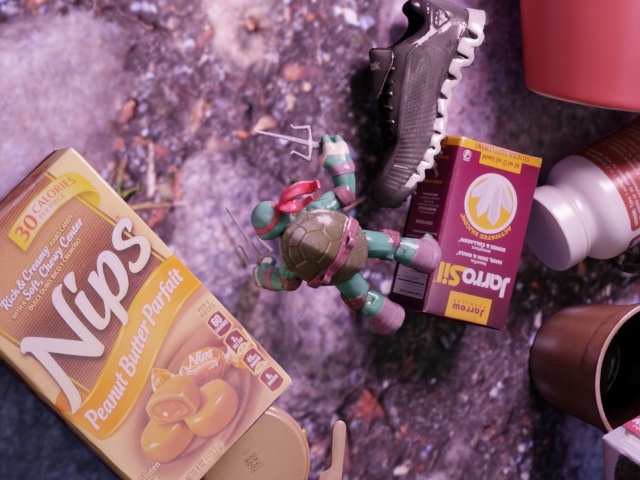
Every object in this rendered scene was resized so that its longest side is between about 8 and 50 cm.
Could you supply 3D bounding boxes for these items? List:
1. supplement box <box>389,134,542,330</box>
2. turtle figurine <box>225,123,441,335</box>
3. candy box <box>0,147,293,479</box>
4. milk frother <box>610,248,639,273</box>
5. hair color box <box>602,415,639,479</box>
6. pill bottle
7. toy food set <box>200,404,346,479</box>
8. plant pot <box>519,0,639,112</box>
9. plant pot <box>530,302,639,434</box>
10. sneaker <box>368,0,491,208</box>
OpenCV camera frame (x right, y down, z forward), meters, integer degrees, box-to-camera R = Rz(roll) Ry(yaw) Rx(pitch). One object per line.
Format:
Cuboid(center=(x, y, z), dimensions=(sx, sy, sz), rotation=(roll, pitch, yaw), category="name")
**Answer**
Cuboid(center=(0.153, -0.009, 1.677), dimensions=(0.104, 0.081, 0.188), rotation=(13, 89, -25), category="supplement box")
Cuboid(center=(0.000, 0.000, 1.569), dimensions=(0.234, 0.118, 0.175), rotation=(30, 113, -27), category="turtle figurine")
Cuboid(center=(-0.201, 0.087, 1.513), dimensions=(0.183, 0.087, 0.316), rotation=(-46, 106, -15), category="candy box")
Cuboid(center=(0.412, 0.018, 1.765), dimensions=(0.143, 0.135, 0.129), rotation=(13, 58, -27), category="milk frother")
Cuboid(center=(0.395, 0.363, 1.618), dimensions=(0.114, 0.185, 0.374), rotation=(-24, 123, -24), category="hair color box")
Cuboid(center=(0.325, -0.056, 1.729), dimensions=(0.216, 0.121, 0.121), rotation=(-28, 105, -20), category="pill bottle")
Cuboid(center=(-0.073, 0.229, 1.622), dimensions=(0.192, 0.038, 0.132), rotation=(9, 85, -14), category="toy food set")
Cuboid(center=(0.324, -0.266, 1.651), dimensions=(0.275, 0.275, 0.243), rotation=(-1, 105, -24), category="plant pot")
Cuboid(center=(0.321, 0.136, 1.717), dimensions=(0.167, 0.165, 0.167), rotation=(-2, 96, -24), category="plant pot")
Cuboid(center=(0.086, -0.151, 1.643), dimensions=(0.106, 0.078, 0.234), rotation=(25, 83, -17), category="sneaker")
